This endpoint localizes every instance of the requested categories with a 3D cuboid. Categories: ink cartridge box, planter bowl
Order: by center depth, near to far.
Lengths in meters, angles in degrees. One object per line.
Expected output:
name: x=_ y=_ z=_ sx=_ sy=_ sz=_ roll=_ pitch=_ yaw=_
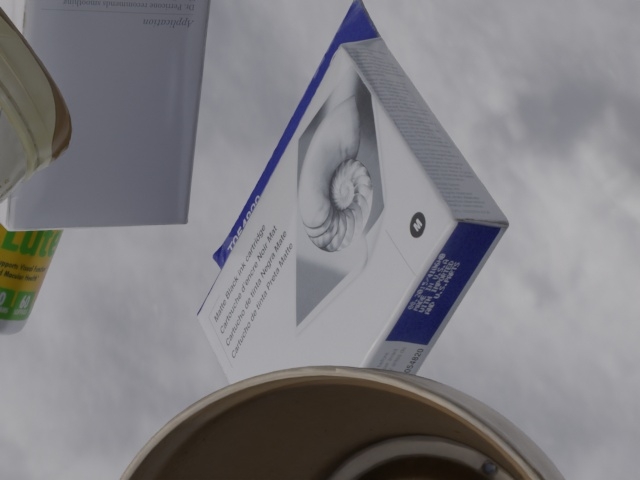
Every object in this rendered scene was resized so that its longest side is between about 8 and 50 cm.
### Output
planter bowl: x=0.020 y=0.115 z=0.625 sx=0.162 sy=0.109 sz=0.162 roll=1 pitch=93 yaw=18
ink cartridge box: x=0.000 y=0.000 z=1.161 sx=0.045 sy=0.224 sz=0.223 roll=7 pitch=126 yaw=-33

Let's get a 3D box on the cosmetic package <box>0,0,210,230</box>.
cosmetic package: x=-0.181 y=-0.144 z=1.342 sx=0.138 sy=0.224 sz=0.224 roll=-1 pitch=108 yaw=-28

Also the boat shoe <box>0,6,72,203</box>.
boat shoe: x=-0.244 y=-0.133 z=0.902 sx=0.098 sy=0.109 sz=0.302 roll=-42 pitch=101 yaw=-27

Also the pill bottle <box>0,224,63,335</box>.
pill bottle: x=-0.265 y=-0.058 z=1.604 sx=0.136 sy=0.136 sz=0.245 roll=20 pitch=97 yaw=-17
